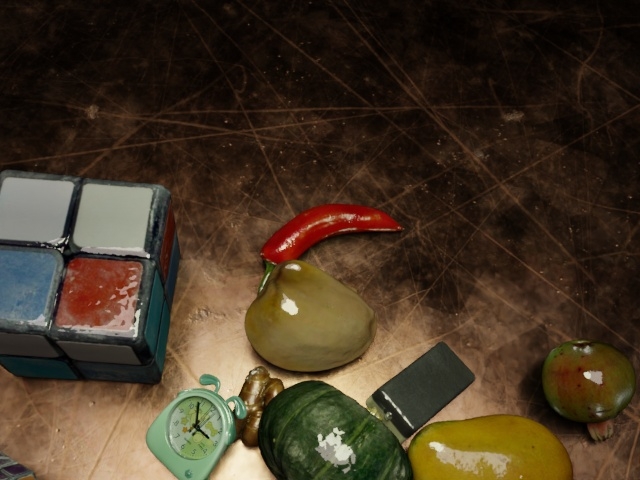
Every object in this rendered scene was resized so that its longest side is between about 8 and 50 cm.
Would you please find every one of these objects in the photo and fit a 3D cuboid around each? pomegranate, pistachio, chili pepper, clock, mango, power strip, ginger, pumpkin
[{"bbox_3d":[0.535,0.301,1.382,0.180,0.180,0.209,-19,103,-13],"label":"pomegranate"},{"bbox_3d":[-0.017,0.167,1.404,0.260,0.163,0.212,25,86,-6],"label":"pistachio"},{"bbox_3d":[0.001,-0.008,1.523,0.368,0.092,0.137,-26,80,-13],"label":"chili pepper"},{"bbox_3d":[-0.226,0.354,1.311,0.148,0.060,0.188,40,90,20],"label":"clock"},{"bbox_3d":[0.308,0.423,1.273,0.317,0.173,0.211,10,85,-12],"label":"mango"},{"bbox_3d":[0.193,0.291,1.342,0.105,0.070,0.257,48,38,18],"label":"power strip"},{"bbox_3d":[-0.119,0.334,1.359,0.103,0.073,0.162,21,77,24],"label":"ginger"},{"bbox_3d":[0.027,0.374,1.226,0.300,0.300,0.207,37,73,13],"label":"pumpkin"}]

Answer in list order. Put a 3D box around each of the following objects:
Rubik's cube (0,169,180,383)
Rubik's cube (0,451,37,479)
[{"bbox_3d":[-0.449,0.083,1.320,0.313,0.318,0.316,5,65,-3],"label":"Rubik's cube"},{"bbox_3d":[-0.596,0.499,1.135,0.319,0.319,0.264,44,42,16],"label":"Rubik's cube"}]
